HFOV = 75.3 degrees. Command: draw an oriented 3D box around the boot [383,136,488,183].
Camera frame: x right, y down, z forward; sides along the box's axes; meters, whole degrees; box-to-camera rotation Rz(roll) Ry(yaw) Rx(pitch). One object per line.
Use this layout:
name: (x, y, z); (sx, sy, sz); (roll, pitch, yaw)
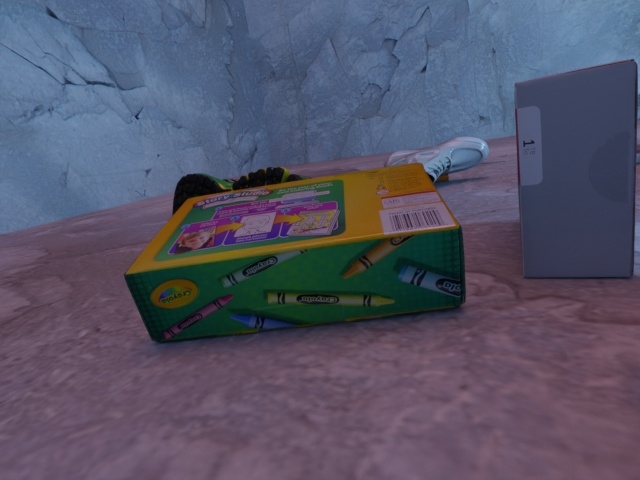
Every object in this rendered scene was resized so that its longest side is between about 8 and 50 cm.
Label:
boot: (0.286, -0.177, 1.023); (0.258, 0.095, 0.123); (-9, 37, 16)

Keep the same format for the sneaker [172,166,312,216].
sneaker: (-0.134, -0.049, 0.740); (0.343, 0.134, 0.146); (2, 1, 32)

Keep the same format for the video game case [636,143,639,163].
video game case: (0.744, -0.206, 0.979); (0.201, 0.023, 0.183); (-6, 14, 11)

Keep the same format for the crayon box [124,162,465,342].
crayon box: (-0.020, 0.003, 0.413); (0.278, 0.081, 0.165); (-8, 27, 7)

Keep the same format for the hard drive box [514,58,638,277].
hard drive box: (0.263, -0.083, 0.452); (0.089, 0.181, 0.232); (-3, 14, 25)

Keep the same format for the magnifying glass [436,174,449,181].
magnifying glass: (0.223, -0.156, 1.114); (0.231, 0.026, 0.092); (-8, 14, 12)
